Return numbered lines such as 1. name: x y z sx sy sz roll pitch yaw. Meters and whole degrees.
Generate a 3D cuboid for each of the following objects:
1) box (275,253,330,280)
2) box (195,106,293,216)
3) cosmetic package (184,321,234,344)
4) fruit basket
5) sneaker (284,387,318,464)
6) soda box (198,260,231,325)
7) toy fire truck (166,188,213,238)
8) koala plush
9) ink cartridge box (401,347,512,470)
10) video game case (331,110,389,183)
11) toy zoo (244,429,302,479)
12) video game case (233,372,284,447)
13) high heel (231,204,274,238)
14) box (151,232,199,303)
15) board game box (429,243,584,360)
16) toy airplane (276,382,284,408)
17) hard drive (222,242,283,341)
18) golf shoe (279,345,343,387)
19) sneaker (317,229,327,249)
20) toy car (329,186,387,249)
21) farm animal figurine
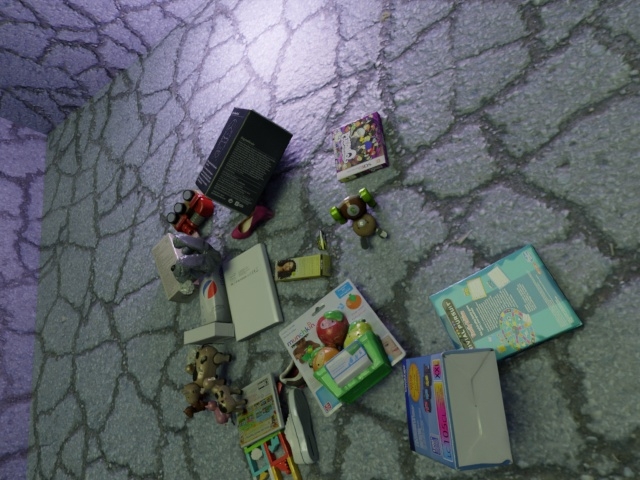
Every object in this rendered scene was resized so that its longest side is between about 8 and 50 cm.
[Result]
1. box: -0.072 0.111 1.744 0.233 0.058 0.087 -11 71 31
2. box: -0.337 -0.343 1.896 0.395 0.212 0.293 -61 28 5
3. cosmetic package: -0.476 0.397 1.886 0.239 0.099 0.060 -22 65 39
4. fruit basket: 0.055 0.340 1.477 0.327 0.165 0.353 -38 58 2
5. sneaker: -0.088 0.663 1.578 0.091 0.094 0.257 -24 66 22
6. soda box: -0.468 0.231 1.955 0.091 0.098 0.285 -22 65 27
7. toy fire truck: -0.597 -0.099 2.115 0.246 0.159 0.217 44 102 22
8. koala plush: -0.553 0.116 1.899 0.221 0.204 0.196 -50 44 35
9. ink cartridge box: 0.342 0.452 1.224 0.151 0.395 0.269 0 72 -6
10. video game case: 0.150 -0.363 1.735 0.211 0.042 0.231 -16 68 28
11. toy zoo: -0.179 0.823 1.634 0.192 0.030 0.293 -39 59 19
12. video game case: -0.240 0.645 1.687 0.227 0.026 0.206 -36 53 27
13. high heel: -0.323 -0.080 1.930 0.244 0.117 0.082 -24 65 27
14. box: -0.678 0.130 2.108 0.148 0.121 0.311 -40 58 19
15. board game box: 0.529 0.204 1.298 0.336 0.079 0.253 -33 61 23
16. toy airplane: -0.193 0.609 1.698 0.151 0.028 0.151 -17 61 33
17. hard drive: -0.292 0.218 1.870 0.233 0.047 0.352 -29 62 25
18. golf shoe: -0.028 0.430 1.589 0.272 0.120 0.105 -49 54 11
19. sneaker: 0.000 0.000 1.742 0.035 0.031 0.083 -20 67 29
20. toy car: 0.151 -0.066 1.603 0.155 0.149 0.188 -32 72 11
21. farm animal figurine: -0.455 0.569 1.771 0.331 0.172 0.326 -20 62 37
